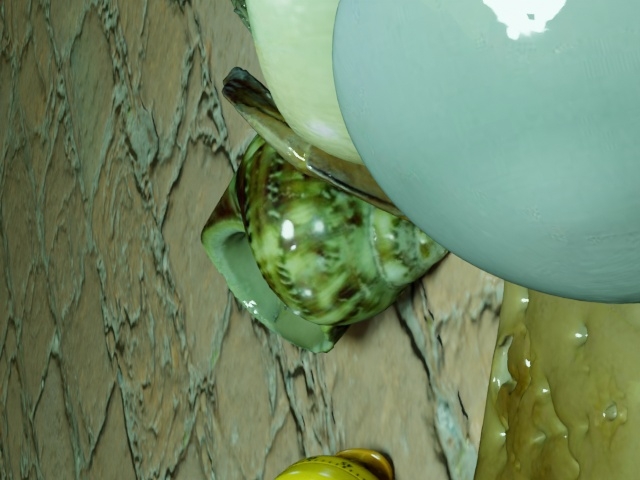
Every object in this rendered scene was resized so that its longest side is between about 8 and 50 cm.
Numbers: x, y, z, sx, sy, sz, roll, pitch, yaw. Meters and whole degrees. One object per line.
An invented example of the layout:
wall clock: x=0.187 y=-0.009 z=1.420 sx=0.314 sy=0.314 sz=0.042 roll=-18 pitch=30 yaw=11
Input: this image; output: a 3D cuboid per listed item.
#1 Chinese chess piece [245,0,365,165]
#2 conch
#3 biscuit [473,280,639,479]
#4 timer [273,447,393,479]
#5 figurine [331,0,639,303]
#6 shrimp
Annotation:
Chinese chess piece: x=0.040 y=-0.163 z=0.857 sx=0.250 sy=0.101 sz=0.250 roll=0 pitch=-90 yaw=-72
conch: x=0.003 y=-0.001 z=1.089 sx=0.181 sy=0.124 sz=0.187 roll=43 pitch=157 yaw=48
biscuit: x=0.132 y=0.169 z=0.852 sx=0.217 sy=0.044 sz=0.325 roll=-137 pitch=51 yaw=-64
timer: x=0.002 y=0.205 z=1.084 sx=0.107 sy=0.109 sz=0.107 roll=10 pitch=113 yaw=26
figurine: x=0.094 y=-0.160 z=0.692 sx=0.224 sy=0.205 sz=0.382 roll=125 pitch=140 yaw=-55
shrimp: x=-0.015 y=-0.103 z=0.999 sx=0.296 sy=0.169 sz=0.058 roll=48 pitch=116 yaw=33
